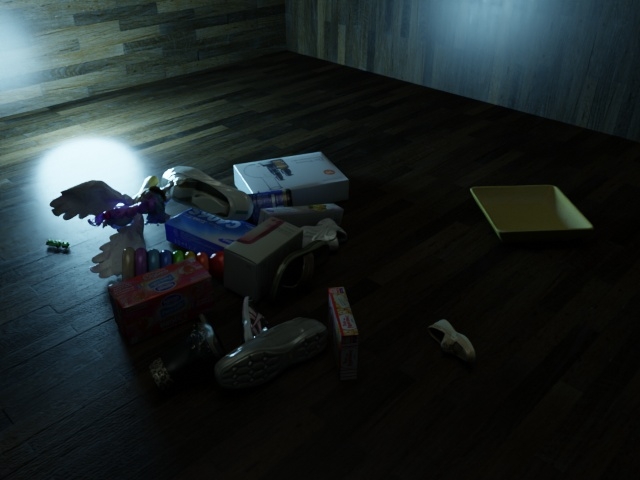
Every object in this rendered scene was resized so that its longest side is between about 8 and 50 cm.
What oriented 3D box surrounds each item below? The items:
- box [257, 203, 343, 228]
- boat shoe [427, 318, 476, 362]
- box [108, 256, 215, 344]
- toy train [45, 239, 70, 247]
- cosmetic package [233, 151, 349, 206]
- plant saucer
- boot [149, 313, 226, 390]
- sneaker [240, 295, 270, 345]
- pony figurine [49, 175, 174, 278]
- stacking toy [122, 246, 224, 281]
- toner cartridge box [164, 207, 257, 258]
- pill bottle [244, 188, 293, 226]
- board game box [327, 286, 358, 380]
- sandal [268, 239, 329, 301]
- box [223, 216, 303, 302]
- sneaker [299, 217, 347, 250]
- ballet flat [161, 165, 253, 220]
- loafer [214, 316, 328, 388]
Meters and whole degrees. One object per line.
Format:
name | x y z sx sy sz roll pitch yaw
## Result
box | -0.061 -0.079 2.019 0.324 0.067 0.063 -8 28 -40
boat shoe | 0.336 0.266 1.541 0.059 0.063 0.170 -13 25 -17
box | -0.431 0.161 1.635 0.256 0.128 0.122 -20 37 -31
toy train | -0.874 0.012 1.980 0.083 0.017 0.024 6 42 9
cosmetic package | -0.116 -0.226 2.307 0.377 0.097 0.284 -12 36 -19
plant saucer | 0.726 -0.086 2.100 0.332 0.081 0.333 -1 31 -4
boot | -0.341 0.273 1.487 0.178 0.085 0.236 -31 17 -13
sneaker | -0.175 0.226 1.606 0.077 0.072 0.178 6 38 -13
pony figurine | -0.628 -0.090 1.908 0.351 0.303 0.363 -34 15 -12
stacking toy | -0.415 0.085 1.776 0.330 0.141 0.141 -1 31 -14
toner cartridge box | -0.334 -0.013 1.971 0.347 0.075 0.165 19 36 28
pill bottle | -0.204 -0.108 2.075 0.219 0.123 0.123 -7 32 -2
board game box | 0.055 0.232 1.506 0.045 0.147 0.193 -4 31 -8
sandal | -0.050 0.087 1.780 0.086 0.120 0.303 32 41 21
box | -0.170 0.053 1.787 0.126 0.149 0.232 24 38 25
sneaker | 0.000 0.000 1.945 0.115 0.090 0.232 29 42 33
ballet flat | -0.410 -0.158 1.996 0.400 0.139 0.139 21 37 25
loafer | -0.128 0.274 1.483 0.319 0.112 0.111 -15 28 -36
